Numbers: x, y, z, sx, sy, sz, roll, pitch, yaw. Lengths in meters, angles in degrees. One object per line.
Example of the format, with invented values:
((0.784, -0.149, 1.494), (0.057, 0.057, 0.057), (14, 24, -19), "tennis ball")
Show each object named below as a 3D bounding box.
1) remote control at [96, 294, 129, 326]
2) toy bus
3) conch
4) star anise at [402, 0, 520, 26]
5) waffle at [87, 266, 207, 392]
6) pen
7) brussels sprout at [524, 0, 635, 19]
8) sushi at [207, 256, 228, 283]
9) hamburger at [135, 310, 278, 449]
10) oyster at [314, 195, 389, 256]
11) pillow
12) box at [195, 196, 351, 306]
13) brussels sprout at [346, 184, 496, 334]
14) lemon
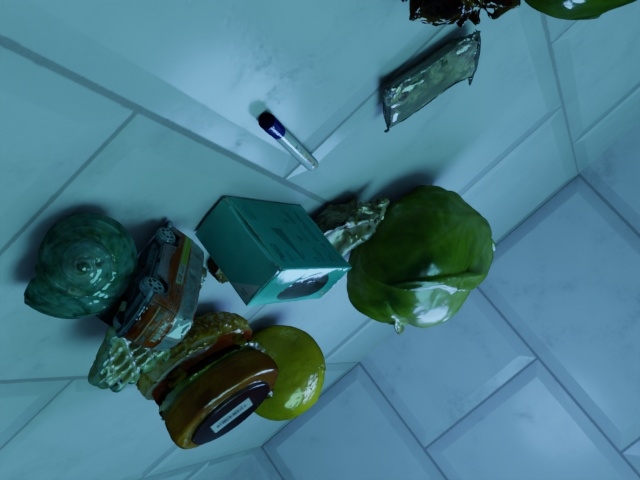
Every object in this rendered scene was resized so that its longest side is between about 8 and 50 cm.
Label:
((-0.414, 0.149, 1.500), (0.072, 0.042, 0.222), (-39, 160, -5), "remote control")
((-0.280, 0.086, 1.296), (0.119, 0.265, 0.121), (34, 114, -22), "toy bus")
((-0.389, 0.049, 1.185), (0.196, 0.134, 0.202), (-48, 168, -18), "conch")
((0.250, -0.435, 1.238), (0.190, 0.126, 0.220), (-3, -176, 21), "star anise")
((-0.359, 0.179, 1.522), (0.309, 0.056, 0.291), (-61, 163, 20), "waffle")
((-0.057, -0.185, 1.406), (0.033, 0.033, 0.269), (-40, 160, 5), "pen")
((0.512, -0.547, 1.240), (0.371, 0.276, 0.315), (-32, 162, -20), "brussels sprout")
((-0.218, 0.070, 1.637), (0.061, 0.060, 0.118), (-46, 160, 6), "sushi")
((-0.284, 0.336, 1.822), (0.330, 0.250, 0.330), (-35, 157, -17), "hamburger")
((0.008, -0.007, 1.797), (0.361, 0.096, 0.221), (-40, 162, 9), "oyster")
((0.227, -0.340, 1.515), (0.255, 0.059, 0.169), (-33, 159, -9), "pillow")
((-0.094, 0.023, 1.542), (0.118, 0.205, 0.311), (-48, 159, 19), "box")
((0.265, 0.057, 2.003), (0.425, 0.342, 0.361), (-54, 164, 11), "brussels sprout")
((-0.121, 0.391, 2.166), (0.297, 0.297, 0.297), (-33, 159, -14), "lemon")
